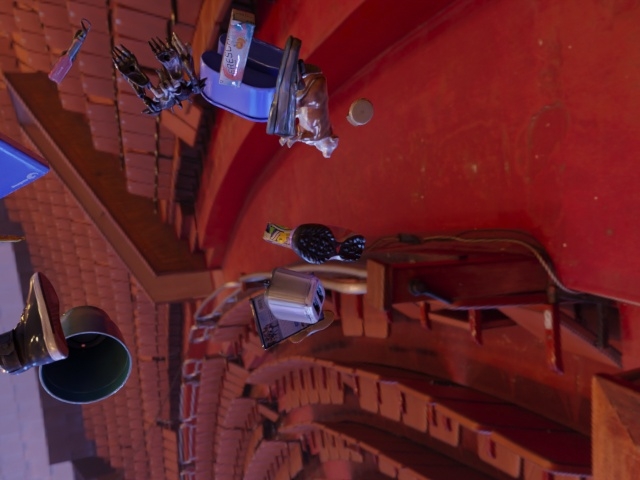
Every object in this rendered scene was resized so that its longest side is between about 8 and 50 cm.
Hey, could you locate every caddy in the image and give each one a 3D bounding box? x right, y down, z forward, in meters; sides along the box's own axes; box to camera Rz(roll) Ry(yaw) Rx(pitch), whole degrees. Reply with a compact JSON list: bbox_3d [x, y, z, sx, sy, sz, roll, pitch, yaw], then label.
[{"bbox_3d":[-0.235,-0.520,1.840,0.241,0.341,0.179,-58,-11,-34],"label":"caddy"}]

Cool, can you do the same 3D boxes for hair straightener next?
[{"bbox_3d":[-0.740,-0.574,1.672,0.230,0.047,0.089,-42,36,35],"label":"hair straightener"}]

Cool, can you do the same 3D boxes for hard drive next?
[{"bbox_3d":[-0.766,-0.168,1.201,0.040,0.210,0.318,62,-179,15],"label":"hard drive"}]

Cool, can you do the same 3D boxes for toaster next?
[{"bbox_3d":[-0.074,0.165,1.689,0.227,0.146,0.129,73,-151,-60],"label":"toaster"}]

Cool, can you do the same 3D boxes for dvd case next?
[{"bbox_3d":[-0.107,0.229,1.870,0.022,0.253,0.180,8,116,53],"label":"dvd case"}]

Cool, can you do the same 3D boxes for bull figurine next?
[{"bbox_3d":[-0.036,-0.377,1.765,0.101,0.188,0.310,48,159,37],"label":"bull figurine"}]

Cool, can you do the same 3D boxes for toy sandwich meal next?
[{"bbox_3d":[0.114,-0.372,1.631,0.029,0.086,0.085,-132,39,-58],"label":"toy sandwich meal"}]

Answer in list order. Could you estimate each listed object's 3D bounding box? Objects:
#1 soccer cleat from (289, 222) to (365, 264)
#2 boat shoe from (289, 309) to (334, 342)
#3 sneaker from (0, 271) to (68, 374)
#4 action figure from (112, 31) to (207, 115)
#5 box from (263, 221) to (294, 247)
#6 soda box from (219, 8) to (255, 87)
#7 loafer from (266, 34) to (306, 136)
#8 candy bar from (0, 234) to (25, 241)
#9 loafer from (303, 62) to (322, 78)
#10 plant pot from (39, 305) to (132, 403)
[{"bbox_3d":[0.000,0.000,1.550,0.116,0.318,0.108,24,101,34],"label":"soccer cleat"},{"bbox_3d":[-0.036,0.338,2.283,0.073,0.207,0.073,60,-172,-7],"label":"boat shoe"},{"bbox_3d":[-0.664,0.186,1.245,0.086,0.163,0.226,79,168,-59],"label":"sneaker"},{"bbox_3d":[-0.325,-0.344,1.153,0.276,0.164,0.141,-165,51,-84],"label":"action figure"},{"bbox_3d":[-0.083,-0.003,1.693,0.059,0.169,0.054,59,-132,-77],"label":"box"},{"bbox_3d":[-0.213,-0.481,1.424,0.183,0.058,0.063,113,158,-43],"label":"soda box"},{"bbox_3d":[-0.075,-0.388,1.444,0.096,0.084,0.267,-87,12,-51],"label":"loafer"},{"bbox_3d":[-0.913,-0.007,1.571,0.040,0.161,0.018,20,103,50],"label":"candy bar"},{"bbox_3d":[-0.120,-0.554,2.005,0.102,0.269,0.092,-99,-7,-50],"label":"loafer"},{"bbox_3d":[-0.787,0.356,1.884,0.255,0.272,0.271,-136,42,-57],"label":"plant pot"}]
